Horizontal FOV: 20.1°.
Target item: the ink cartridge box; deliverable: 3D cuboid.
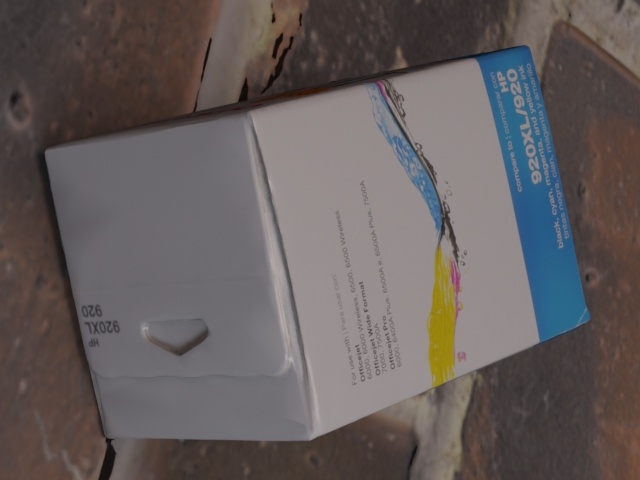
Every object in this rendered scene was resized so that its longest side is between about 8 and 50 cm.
[{"bbox_3d":[0.000,0.000,0.997,0.232,0.171,0.168,-18,98,-45],"label":"ink cartridge box"}]
